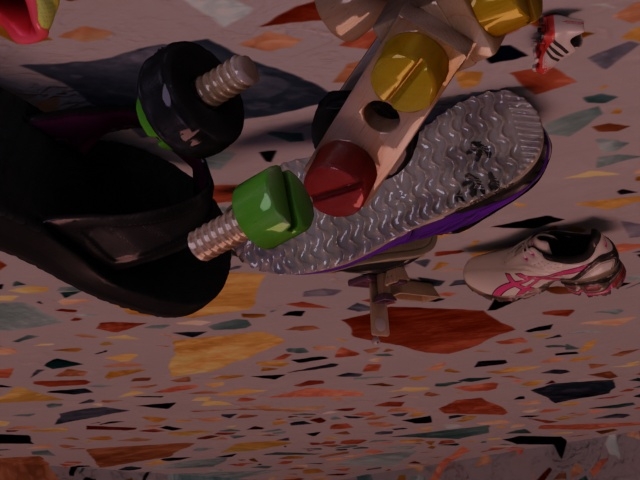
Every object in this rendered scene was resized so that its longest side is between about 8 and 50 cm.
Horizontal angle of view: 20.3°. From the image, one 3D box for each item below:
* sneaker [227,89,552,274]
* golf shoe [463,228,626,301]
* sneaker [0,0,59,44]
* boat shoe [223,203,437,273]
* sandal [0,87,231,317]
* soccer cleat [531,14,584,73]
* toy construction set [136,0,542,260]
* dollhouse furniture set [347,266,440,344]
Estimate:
[{"bbox_3d":[0.069,-0.034,1.566,0.293,0.102,0.146,-18,168,14],"label":"sneaker"},{"bbox_3d":[0.240,0.018,1.974,0.186,0.067,0.086,-6,135,28],"label":"golf shoe"},{"bbox_3d":[-0.235,-0.166,1.035,0.209,0.094,0.081,8,163,-34],"label":"sneaker"},{"bbox_3d":[0.000,0.000,1.770,0.233,0.084,0.079,1,165,-30],"label":"boat shoe"},{"bbox_3d":[-0.174,-0.044,1.423,0.107,0.167,0.446,-29,157,21],"label":"sandal"},{"bbox_3d":[0.179,-0.147,1.352,0.036,0.029,0.083,0,161,0],"label":"soccer cleat"},{"bbox_3d":[0.051,-0.168,0.926,0.237,0.257,0.309,-28,175,32],"label":"toy construction set"},{"bbox_3d":[0.106,0.083,2.126,0.114,0.081,0.091,7,162,-36],"label":"dollhouse furniture set"}]
